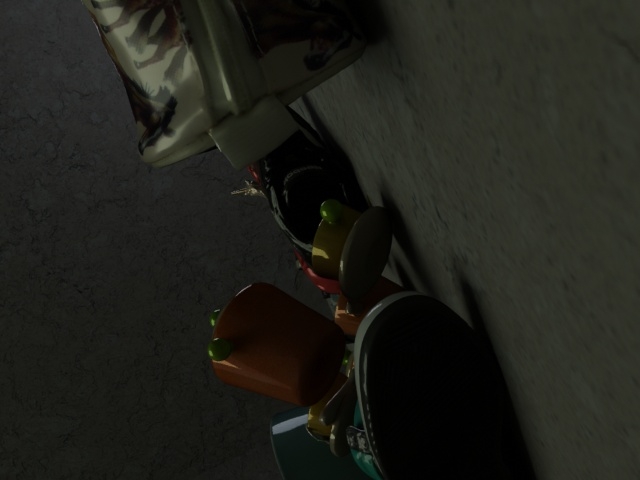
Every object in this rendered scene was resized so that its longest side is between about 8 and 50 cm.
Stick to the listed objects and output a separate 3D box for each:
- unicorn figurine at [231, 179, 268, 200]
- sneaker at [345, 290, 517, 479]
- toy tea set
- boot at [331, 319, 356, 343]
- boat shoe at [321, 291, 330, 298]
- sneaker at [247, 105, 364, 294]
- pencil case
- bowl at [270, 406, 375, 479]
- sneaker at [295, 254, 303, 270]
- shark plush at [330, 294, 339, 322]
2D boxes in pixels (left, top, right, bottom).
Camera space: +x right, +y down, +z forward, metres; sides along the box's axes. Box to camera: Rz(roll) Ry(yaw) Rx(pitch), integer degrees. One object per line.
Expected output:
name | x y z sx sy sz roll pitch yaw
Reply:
unicorn figurine | -0.025 -0.042 0.845 0.162 0.111 0.060 51 136 38
sneaker | 0.081 0.141 0.556 0.178 0.124 0.295 38 156 61
toy tea set | 0.001 0.098 0.680 0.124 0.200 0.336 19 154 27
boot | 0.041 0.202 1.375 0.198 0.137 0.076 -163 48 -85
boat shoe | -0.011 0.020 1.396 0.080 0.076 0.228 -126 11 -73
sneaker | -0.024 -0.075 0.752 0.276 0.098 0.135 62 176 22
pencil case | -0.110 -0.244 0.374 0.183 0.160 0.410 -77 -35 -71
bowl | 0.093 0.303 0.814 0.311 0.163 0.311 55 -179 -1
sneaker | 0.000 0.000 1.262 0.222 0.083 0.118 46 -142 -80
shark plush | 0.052 0.105 1.308 0.161 0.073 0.067 -112 20 -56
